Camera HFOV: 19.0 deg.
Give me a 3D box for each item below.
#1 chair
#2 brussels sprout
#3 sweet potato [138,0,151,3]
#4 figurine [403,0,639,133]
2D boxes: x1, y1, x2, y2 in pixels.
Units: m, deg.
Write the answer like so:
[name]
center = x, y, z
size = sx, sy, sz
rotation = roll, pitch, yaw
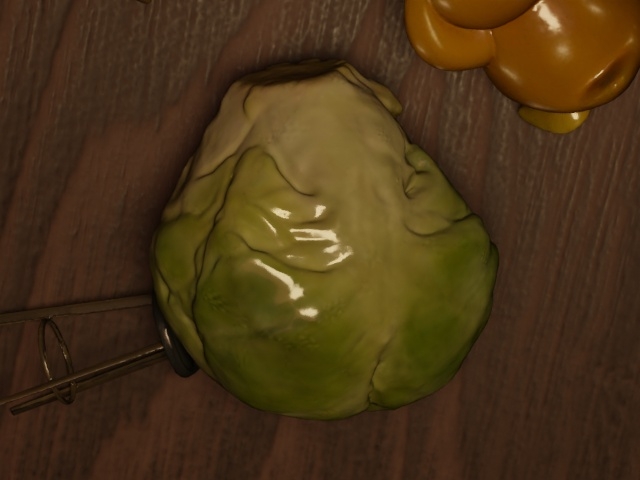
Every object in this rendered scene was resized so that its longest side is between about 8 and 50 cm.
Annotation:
[chair]
center = -0.202, 0.102, 1.734
size = 0.221, 0.095, 0.104
rotation = -18, 114, 4
[brussels sprout]
center = -0.008, 0.011, 1.636
size = 0.274, 0.242, 0.316
rotation = -35, 97, 1
[sweet potato]
center = -0.083, -0.322, 1.654
size = 0.075, 0.075, 0.273
rotation = 42, 96, -8
[figurine]
center = 0.180, -0.204, 1.609
size = 0.228, 0.215, 0.215
rotation = 43, 100, -10
